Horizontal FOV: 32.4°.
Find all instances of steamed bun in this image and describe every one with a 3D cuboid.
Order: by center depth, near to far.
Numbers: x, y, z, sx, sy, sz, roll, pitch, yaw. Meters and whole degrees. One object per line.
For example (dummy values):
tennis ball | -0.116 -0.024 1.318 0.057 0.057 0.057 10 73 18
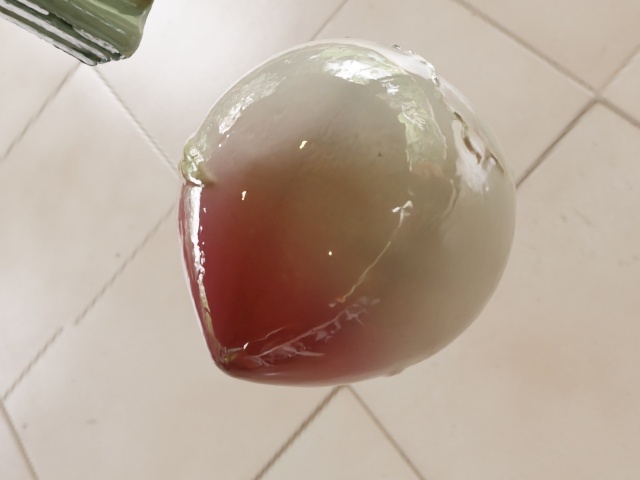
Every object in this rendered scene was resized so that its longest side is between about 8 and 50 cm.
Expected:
steamed bun | 0.000 0.000 0.938 0.309 0.309 0.309 -18 57 31

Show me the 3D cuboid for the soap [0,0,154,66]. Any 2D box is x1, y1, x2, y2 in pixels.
soap | -0.171 -0.154 0.507 0.063 0.198 0.114 -65 23 -4
